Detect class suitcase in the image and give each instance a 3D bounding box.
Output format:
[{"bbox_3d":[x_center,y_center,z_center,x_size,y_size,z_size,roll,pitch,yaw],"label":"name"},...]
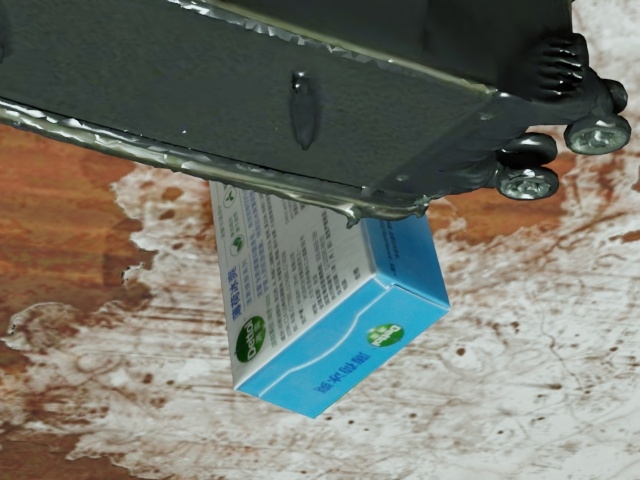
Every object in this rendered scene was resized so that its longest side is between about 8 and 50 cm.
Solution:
[{"bbox_3d":[-0.060,-0.183,0.767,0.433,0.283,0.194,15,151,-27],"label":"suitcase"}]

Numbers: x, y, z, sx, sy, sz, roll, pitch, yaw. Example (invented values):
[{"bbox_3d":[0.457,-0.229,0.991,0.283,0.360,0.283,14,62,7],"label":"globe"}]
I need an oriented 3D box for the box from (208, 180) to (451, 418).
[{"bbox_3d":[0.000,0.000,1.040,0.073,0.194,0.139,25,128,-34],"label":"box"}]
